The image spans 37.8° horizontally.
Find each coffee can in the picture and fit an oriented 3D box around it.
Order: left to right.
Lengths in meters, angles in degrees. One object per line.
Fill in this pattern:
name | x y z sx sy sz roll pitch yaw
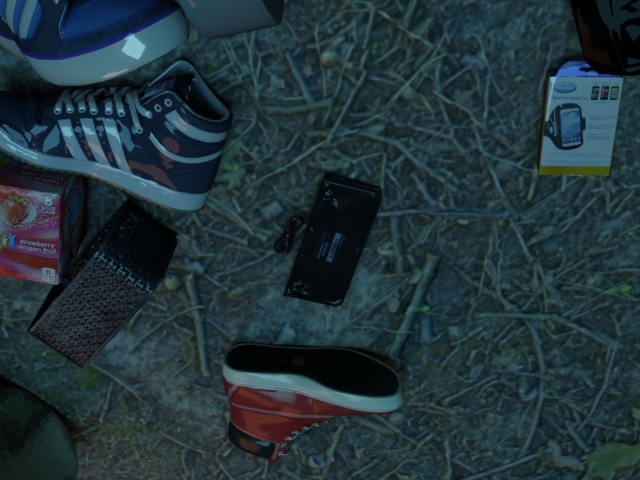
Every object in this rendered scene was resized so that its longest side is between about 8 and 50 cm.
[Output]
coffee can | -0.501 0.360 1.313 0.201 0.202 0.275 39 116 -17

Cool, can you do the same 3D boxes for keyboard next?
keyboard | 0.000 0.000 1.161 0.108 0.023 0.180 13 120 -11

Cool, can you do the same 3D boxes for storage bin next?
storage bin | -0.268 0.055 1.156 0.084 0.122 0.180 38 117 -17

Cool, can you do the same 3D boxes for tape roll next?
tape roll | -0.094 -0.303 0.871 0.072 0.219 0.219 -9 120 8

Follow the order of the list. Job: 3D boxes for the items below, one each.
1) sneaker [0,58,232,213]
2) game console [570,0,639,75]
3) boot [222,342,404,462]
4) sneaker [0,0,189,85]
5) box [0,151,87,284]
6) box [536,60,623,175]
sneaker | -0.236 -0.145 1.045 0.282 0.099 0.153 20 126 -15
game console | 0.422 -0.305 0.922 0.361 0.044 0.213 -15 112 13
boot | -0.010 0.236 1.268 0.244 0.088 0.176 6 122 11
sneaker | -0.267 -0.285 0.871 0.130 0.322 0.236 -37 126 -26
box | -0.413 -0.049 1.104 0.256 0.123 0.128 9 122 -1
box | 0.290 -0.139 1.050 0.081 0.028 0.136 1 119 4
